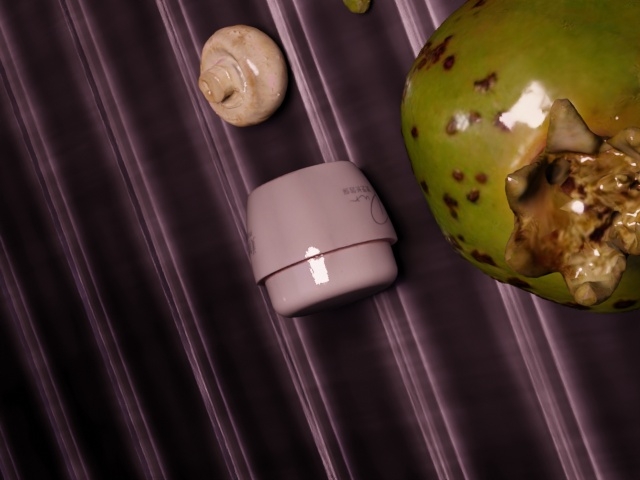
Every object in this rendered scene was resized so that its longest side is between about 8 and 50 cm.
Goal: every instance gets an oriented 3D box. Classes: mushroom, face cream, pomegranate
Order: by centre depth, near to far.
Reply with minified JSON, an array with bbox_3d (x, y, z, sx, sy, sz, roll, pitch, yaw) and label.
[{"bbox_3d":[0.146,-0.066,0.986,0.231,0.286,0.230,0,91,28],"label":"pomegranate"},{"bbox_3d":[0.000,0.000,1.278,0.117,0.117,0.104,-26,79,47],"label":"face cream"},{"bbox_3d":[-0.066,-0.134,1.329,0.084,0.067,0.083,22,126,34],"label":"mushroom"}]

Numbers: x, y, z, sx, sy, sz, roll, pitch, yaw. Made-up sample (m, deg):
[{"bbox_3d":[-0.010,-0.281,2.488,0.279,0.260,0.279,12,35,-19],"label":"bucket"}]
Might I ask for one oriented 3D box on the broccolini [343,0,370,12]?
[{"bbox_3d":[0.070,-0.249,1.168,0.054,0.051,0.239,46,135,11],"label":"broccolini"}]
